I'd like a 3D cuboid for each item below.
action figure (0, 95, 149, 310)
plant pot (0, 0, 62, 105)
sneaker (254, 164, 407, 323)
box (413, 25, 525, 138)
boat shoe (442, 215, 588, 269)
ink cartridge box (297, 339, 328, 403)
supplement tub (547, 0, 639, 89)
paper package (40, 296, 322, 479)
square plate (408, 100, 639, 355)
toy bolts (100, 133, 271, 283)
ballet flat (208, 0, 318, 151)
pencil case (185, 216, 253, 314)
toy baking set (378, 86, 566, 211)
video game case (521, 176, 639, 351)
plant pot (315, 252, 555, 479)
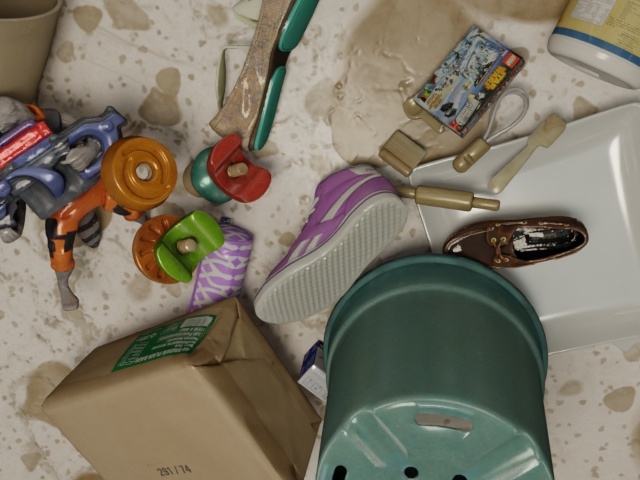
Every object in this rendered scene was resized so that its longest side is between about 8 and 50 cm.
[{"bbox_3d":[-0.417,-0.055,0.907,0.341,0.178,0.330,-31,130,-13],"label":"action figure"},{"bbox_3d":[-0.527,-0.246,0.912,0.257,0.256,0.273,22,124,-1],"label":"plant pot"},{"bbox_3d":[0.001,0.000,0.968,0.282,0.161,0.102,-41,129,12],"label":"sneaker"},{"bbox_3d":[0.214,-0.230,0.908,0.094,0.027,0.137,44,99,23],"label":"box"},{"bbox_3d":[0.280,0.003,0.912,0.207,0.073,0.073,-13,99,16],"label":"boat shoe"},{"bbox_3d":[0.060,0.264,1.063,0.207,0.097,0.046,39,106,-6],"label":"ink cartridge box"},{"bbox_3d":[0.413,-0.318,0.831,0.144,0.144,0.199,25,107,-2],"label":"supplement tub"},{"bbox_3d":[-0.212,0.286,1.002,0.325,0.168,0.309,-20,115,26],"label":"paper package"},{"bbox_3d":[0.347,0.004,0.959,0.348,0.049,0.343,-15,98,15],"label":"square plate"},{"bbox_3d":[-0.214,-0.072,0.918,0.159,0.228,0.218,-5,126,53],"label":"toy bolts"},{"bbox_3d":[-0.088,-0.285,0.914,0.106,0.107,0.315,25,106,5],"label":"ballet flat"},{"bbox_3d":[-0.173,0.070,1.032,0.088,0.086,0.206,6,109,-28],"label":"pencil case"},{"bbox_3d":[0.215,-0.138,0.922,0.256,0.030,0.196,14,93,17],"label":"toy baking set"},{"bbox_3d":[0.471,0.039,0.994,0.227,0.026,0.206,36,106,-5],"label":"video game case"},{"bbox_3d":[0.145,0.230,0.808,0.342,0.334,0.340,3,108,9],"label":"plant pot"}]
